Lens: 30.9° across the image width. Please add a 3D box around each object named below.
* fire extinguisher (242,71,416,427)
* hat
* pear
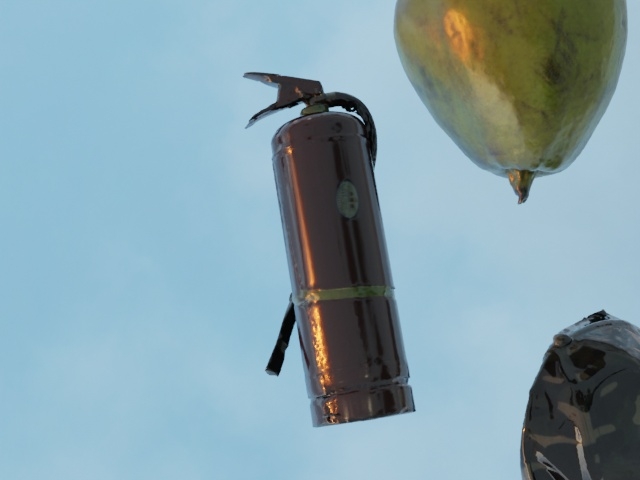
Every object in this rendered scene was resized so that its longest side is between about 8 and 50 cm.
[{"bbox_3d":[0.000,0.000,1.076,0.141,0.105,0.341,-9,-100,-3],"label":"fire extinguisher"},{"bbox_3d":[0.470,0.271,1.531,0.381,0.257,0.366,18,-129,18],"label":"hat"},{"bbox_3d":[0.243,-0.231,1.442,0.287,0.287,0.375,-1,-96,-17],"label":"pear"}]
